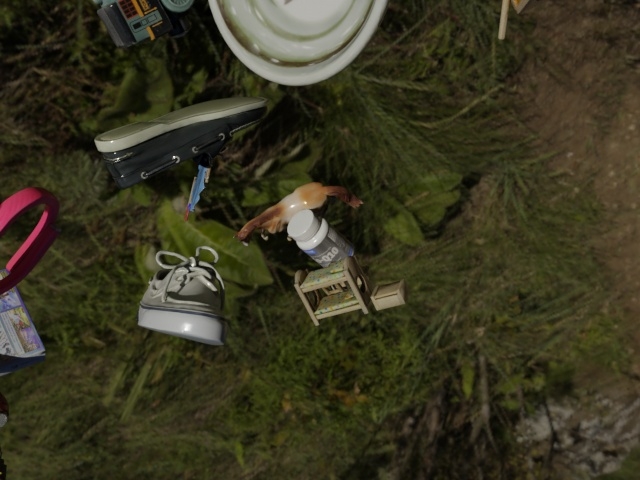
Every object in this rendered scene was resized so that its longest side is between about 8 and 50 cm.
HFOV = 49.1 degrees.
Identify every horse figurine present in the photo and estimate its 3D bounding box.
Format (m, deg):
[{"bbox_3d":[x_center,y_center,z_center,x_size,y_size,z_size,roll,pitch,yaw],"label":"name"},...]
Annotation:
[{"bbox_3d":[-0.047,-0.058,1.461,0.066,0.263,0.174,65,-177,18],"label":"horse figurine"}]

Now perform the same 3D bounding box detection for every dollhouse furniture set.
[{"bbox_3d":[0.070,0.053,1.282,0.182,0.161,0.101,-17,111,27],"label":"dollhouse furniture set"}]

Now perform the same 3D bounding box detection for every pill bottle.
[{"bbox_3d":[0.000,0.000,1.418,0.078,0.078,0.137,3,151,46],"label":"pill bottle"}]

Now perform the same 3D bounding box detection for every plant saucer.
[{"bbox_3d":[-0.026,-0.467,1.178,0.400,0.400,0.100,10,-160,35],"label":"plant saucer"}]

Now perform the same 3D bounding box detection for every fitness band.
[{"bbox_3d":[-0.702,0.008,1.597,0.054,0.291,0.209,36,178,11],"label":"fitness band"}]

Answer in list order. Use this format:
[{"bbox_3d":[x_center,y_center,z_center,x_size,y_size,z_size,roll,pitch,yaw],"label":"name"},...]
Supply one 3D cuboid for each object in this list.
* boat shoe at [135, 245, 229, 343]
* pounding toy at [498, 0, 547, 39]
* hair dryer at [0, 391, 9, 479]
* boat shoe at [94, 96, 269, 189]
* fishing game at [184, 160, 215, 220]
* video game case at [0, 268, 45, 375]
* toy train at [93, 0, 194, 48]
[{"bbox_3d":[-0.223,0.081,1.178,0.136,0.156,0.367,16,173,-18],"label":"boat shoe"},{"bbox_3d":[0.293,-0.387,1.009,0.141,0.100,0.130,99,146,-87],"label":"pounding toy"},{"bbox_3d":[-0.766,0.397,1.495,0.224,0.293,0.080,-14,152,14],"label":"hair dryer"},{"bbox_3d":[-0.235,-0.179,1.282,0.127,0.340,0.113,15,123,45],"label":"boat shoe"},{"bbox_3d":[-0.291,-0.161,1.766,0.041,0.189,0.264,15,151,-16],"label":"fishing game"},{"bbox_3d":[-0.835,0.217,1.698,0.269,0.244,0.061,54,145,26],"label":"video game case"},{"bbox_3d":[-0.394,-0.554,1.423,0.142,0.190,0.334,16,137,56],"label":"toy train"}]
